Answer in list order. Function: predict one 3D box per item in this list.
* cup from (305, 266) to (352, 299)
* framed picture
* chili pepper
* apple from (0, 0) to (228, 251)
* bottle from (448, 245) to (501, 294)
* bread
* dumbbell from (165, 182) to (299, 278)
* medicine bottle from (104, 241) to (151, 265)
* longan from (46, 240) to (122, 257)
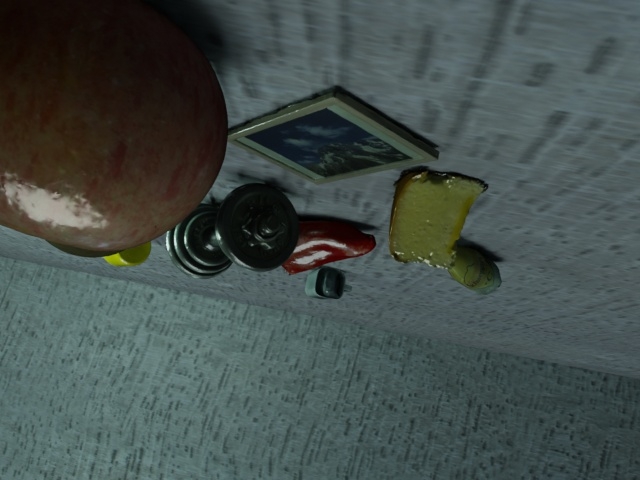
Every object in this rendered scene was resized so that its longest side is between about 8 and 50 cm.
[{"bbox_3d":[0.029,0.141,1.904,0.128,0.095,0.129,13,170,-17],"label":"cup"},{"bbox_3d":[0.007,-0.144,0.901,0.209,0.019,0.281,21,164,-34],"label":"framed picture"},{"bbox_3d":[0.000,0.000,1.360,0.253,0.136,0.144,-9,113,31],"label":"chili pepper"},{"bbox_3d":[-0.279,-0.128,0.670,0.345,0.269,0.345,11,168,2],"label":"apple"},{"bbox_3d":[0.310,0.051,1.310,0.083,0.083,0.270,0,162,41],"label":"bottle"},{"bbox_3d":[0.189,-0.065,1.010,0.140,0.169,0.160,12,126,-3],"label":"bread"},{"bbox_3d":[-0.195,-0.012,1.274,0.179,0.179,0.406,19,165,-30],"label":"dumbbell"},{"bbox_3d":[-0.629,0.021,1.888,0.122,0.121,0.212,22,163,-38],"label":"medicine bottle"},{"bbox_3d":[-0.448,-0.076,1.139,0.248,0.248,0.248,11,167,3],"label":"longan"}]
